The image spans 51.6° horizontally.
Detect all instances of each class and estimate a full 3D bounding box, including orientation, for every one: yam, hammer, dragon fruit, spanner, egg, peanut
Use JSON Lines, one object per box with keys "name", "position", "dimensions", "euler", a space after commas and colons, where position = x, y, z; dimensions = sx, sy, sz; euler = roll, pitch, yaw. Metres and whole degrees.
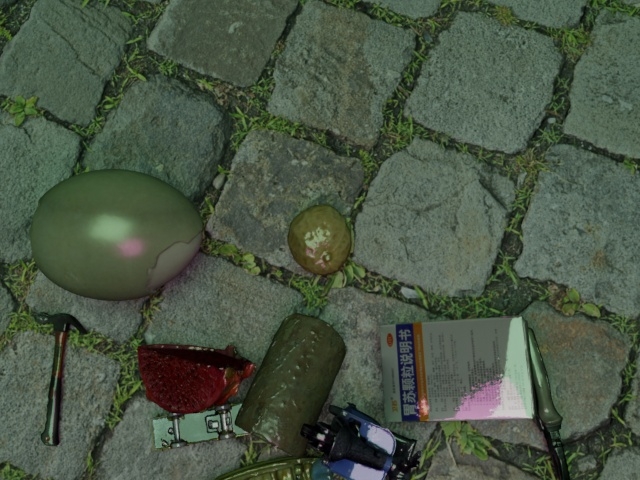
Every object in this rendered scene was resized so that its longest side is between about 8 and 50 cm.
{"name": "yam", "position": [-0.059, 0.301, 1.363], "dimensions": [0.161, 0.161, 0.268], "euler": [22, 62, 6]}
{"name": "hammer", "position": [-0.584, 0.304, 1.464], "dimensions": [0.111, 0.033, 0.288], "euler": [2, 79, 3]}
{"name": "dragon fruit", "position": [-0.244, 0.290, 1.392], "dimensions": [0.273, 0.161, 0.127], "euler": [5, 95, 31]}
{"name": "spanner", "position": [0.466, 0.342, 1.385], "dimensions": [0.040, 0.096, 0.325], "euler": [-13, 77, -2]}
{"name": "egg", "position": [-0.416, -0.010, 1.400], "dimensions": [0.335, 0.278, 0.279], "euler": [5, 78, 3]}
{"name": "peanut", "position": [0.000, 0.000, 1.466], "dimensions": [0.140, 0.109, 0.159], "euler": [-28, 76, 5]}

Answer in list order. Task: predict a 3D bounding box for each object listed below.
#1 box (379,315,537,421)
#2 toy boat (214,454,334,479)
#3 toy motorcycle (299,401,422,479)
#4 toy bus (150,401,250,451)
{"name": "box", "position": [0.280, 0.267, 1.364], "dimensions": [0.299, 0.106, 0.200], "euler": [-7, 78, 20]}
{"name": "toy boat", "position": [-0.106, 0.516, 1.381], "dimensions": [0.276, 0.084, 0.111], "euler": [-16, 81, 2]}
{"name": "toy motorcycle", "position": [0.087, 0.392, 1.262], "dimensions": [0.212, 0.358, 0.125], "euler": [19, 81, 15]}
{"name": "toy bus", "position": [-0.244, 0.390, 1.413], "dimensions": [0.226, 0.074, 0.081], "euler": [-11, 79, -1]}
